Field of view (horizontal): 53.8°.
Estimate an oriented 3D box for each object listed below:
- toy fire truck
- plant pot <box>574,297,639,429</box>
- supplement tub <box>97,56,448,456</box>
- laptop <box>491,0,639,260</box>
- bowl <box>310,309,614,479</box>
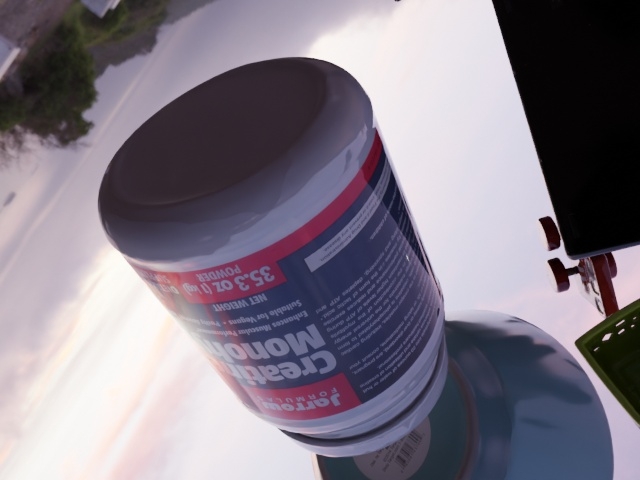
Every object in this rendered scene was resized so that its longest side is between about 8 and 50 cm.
[{"bbox_3d":[0.706,0.034,1.679,0.170,0.302,0.254,-16,-168,6],"label":"toy fire truck"},{"bbox_3d":[0.739,0.283,1.408,0.227,0.207,0.228,-35,-128,9],"label":"plant pot"},{"bbox_3d":[-0.016,0.022,0.478,0.191,0.272,0.191,-16,-140,14],"label":"supplement tub"},{"bbox_3d":[0.478,-0.215,0.756,0.408,0.236,0.381,-19,-98,40],"label":"laptop"},{"bbox_3d":[0.112,0.200,0.641,0.312,0.163,0.311,-18,-121,33],"label":"bowl"}]
